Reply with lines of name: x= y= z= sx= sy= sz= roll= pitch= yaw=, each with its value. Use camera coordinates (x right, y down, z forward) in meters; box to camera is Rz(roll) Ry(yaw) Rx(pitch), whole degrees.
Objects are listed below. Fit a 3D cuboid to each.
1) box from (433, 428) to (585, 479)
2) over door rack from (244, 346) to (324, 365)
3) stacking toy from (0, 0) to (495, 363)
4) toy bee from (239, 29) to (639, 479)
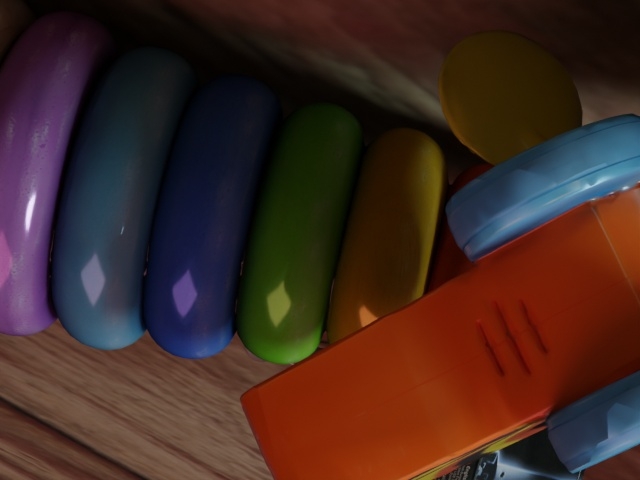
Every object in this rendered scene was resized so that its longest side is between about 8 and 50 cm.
box: x=0.063 y=0.120 z=0.849 sx=0.078 sy=0.180 sz=0.147 roll=9 pitch=156 yaw=27
over door rack: x=-0.044 y=0.131 z=0.895 sx=0.108 sy=0.239 sz=0.324 roll=-2 pitch=151 yaw=32
stacking toy: x=0.000 y=0.000 z=0.699 sx=0.330 sy=0.141 sz=0.141 roll=13 pitch=158 yaw=4
toy bee: x=0.125 y=0.018 z=0.572 sx=0.298 sy=0.195 sz=0.162 roll=-6 pitch=-178 yaw=40
